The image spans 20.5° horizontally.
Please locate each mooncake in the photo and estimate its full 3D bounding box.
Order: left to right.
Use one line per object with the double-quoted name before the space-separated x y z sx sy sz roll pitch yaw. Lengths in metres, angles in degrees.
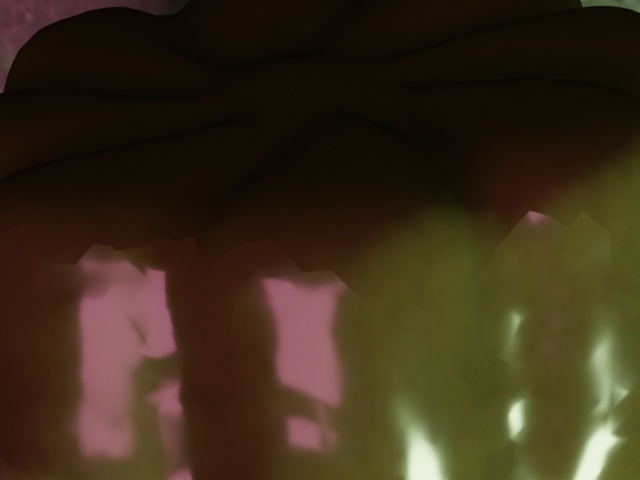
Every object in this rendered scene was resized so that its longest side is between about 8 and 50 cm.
"mooncake" 0.000 0.000 0.819 0.378 0.378 0.200 7 119 18
